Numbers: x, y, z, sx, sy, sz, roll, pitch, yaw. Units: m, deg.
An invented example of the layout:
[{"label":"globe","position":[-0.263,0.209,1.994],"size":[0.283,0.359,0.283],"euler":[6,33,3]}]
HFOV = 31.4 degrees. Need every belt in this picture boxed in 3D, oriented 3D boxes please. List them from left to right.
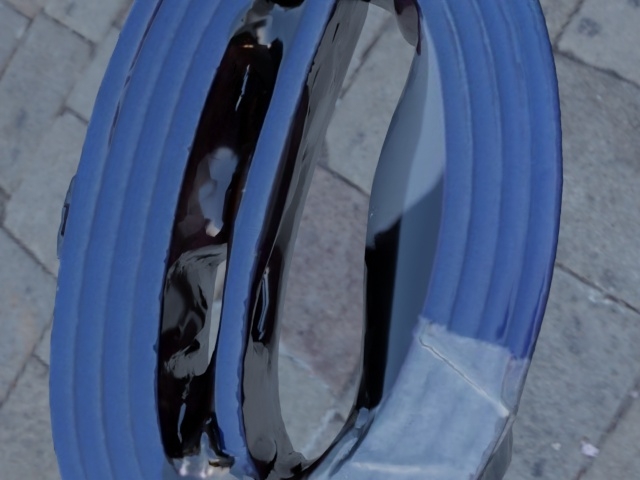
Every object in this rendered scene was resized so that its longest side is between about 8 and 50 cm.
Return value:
[{"label":"belt","position":[0.000,0.000,0.528],"size":[0.212,0.117,0.347],"euler":[11,87,6]}]
